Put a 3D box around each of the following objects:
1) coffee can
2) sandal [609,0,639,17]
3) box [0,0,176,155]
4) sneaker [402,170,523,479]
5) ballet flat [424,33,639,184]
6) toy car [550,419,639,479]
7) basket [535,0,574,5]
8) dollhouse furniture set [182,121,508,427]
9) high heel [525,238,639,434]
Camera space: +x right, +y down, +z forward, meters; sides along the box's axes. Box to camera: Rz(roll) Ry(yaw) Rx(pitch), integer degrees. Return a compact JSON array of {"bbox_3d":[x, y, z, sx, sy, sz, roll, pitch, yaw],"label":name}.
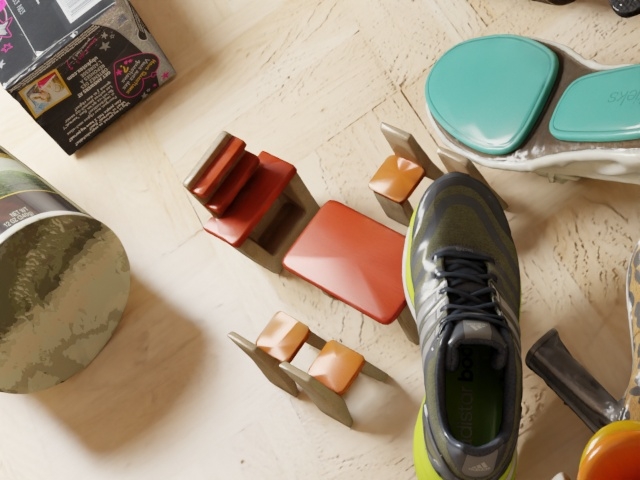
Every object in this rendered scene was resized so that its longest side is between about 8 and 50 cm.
[{"bbox_3d":[-0.354,0.007,1.892,0.201,0.201,0.275,-50,48,-7],"label":"coffee can"},{"bbox_3d":[0.324,-0.273,1.783,0.067,0.040,0.179,-3,44,24],"label":"sandal"},{"bbox_3d":[-0.297,-0.247,2.073,0.163,0.142,0.247,-37,49,3],"label":"box"},{"bbox_3d":[0.132,0.076,1.560,0.111,0.121,0.300,-2,69,-5],"label":"sneaker"},{"bbox_3d":[0.237,-0.100,1.638,0.139,0.139,0.400,-54,28,-11],"label":"ballet flat"},{"bbox_3d":[0.262,0.223,1.384,0.159,0.136,0.182,-32,83,8],"label":"toy car"},{"bbox_3d":[0.174,-0.333,1.842,0.227,0.154,0.204,29,80,37],"label":"basket"},{"bbox_3d":[0.000,0.000,1.722,0.259,0.135,0.262,27,76,41],"label":"dollhouse furniture set"},{"bbox_3d":[0.321,0.077,1.515,0.261,0.093,0.186,-43,56,-1],"label":"high heel"}]
